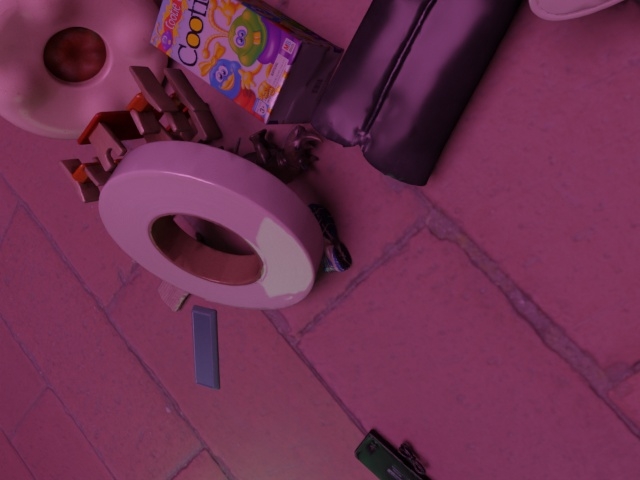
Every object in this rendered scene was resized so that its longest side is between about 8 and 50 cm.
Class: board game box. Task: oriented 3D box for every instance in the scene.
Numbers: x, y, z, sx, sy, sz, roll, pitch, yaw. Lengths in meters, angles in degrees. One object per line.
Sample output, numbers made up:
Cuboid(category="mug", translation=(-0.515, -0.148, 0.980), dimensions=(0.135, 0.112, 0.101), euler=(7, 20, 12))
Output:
Cuboid(category="board game box", translation=(-0.128, -0.329, 0.912), dimensions=(0.275, 0.142, 0.144), euler=(37, 117, 18))

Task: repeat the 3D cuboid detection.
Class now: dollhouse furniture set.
Cuboid(category="dollhouse furniture set", translation=(-0.318, -0.211, 0.982), dimensions=(0.262, 0.259, 0.135), euler=(-37, 84, 31))

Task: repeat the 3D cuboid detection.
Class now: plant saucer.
Cuboid(category="plant saucer", translation=(-0.259, 0.242, 1.201), dimensions=(0.067, 0.018, 0.191), euler=(8, 105, 28))

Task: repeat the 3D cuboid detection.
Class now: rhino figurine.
Cuboid(category="rhino figurine", translation=(-0.096, -0.147, 0.978), dimensions=(0.244, 0.073, 0.106), euler=(-14, 109, 30))

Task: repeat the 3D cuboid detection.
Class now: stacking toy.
Cuboid(category="stacking toy", translation=(-0.553, -0.461, 1.089), dimensions=(0.480, 0.351, 0.350), euler=(49, 122, 34))

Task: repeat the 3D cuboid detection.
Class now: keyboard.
Cuboid(category="keyboard", translation=(0.154, 0.429, 1.003), dimensions=(0.180, 0.023, 0.108), euler=(37, 124, 17))

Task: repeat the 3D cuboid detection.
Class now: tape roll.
Cuboid(category="tape roll", translation=(-0.186, -0.007, 0.932), dimensions=(0.393, 0.072, 0.392), euler=(12, 145, 9))

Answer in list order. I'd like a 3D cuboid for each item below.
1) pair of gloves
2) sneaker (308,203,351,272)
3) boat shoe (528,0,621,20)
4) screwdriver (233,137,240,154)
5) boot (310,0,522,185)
Cuboid(category="pair of gloves", translation=(-0.345, 0.018, 1.182), dimensions=(0.204, 0.042, 0.240), euler=(-42, 79, 31))
Cuboid(category="sneaker", translation=(0.000, 0.000, 0.972), dimensions=(0.058, 0.052, 0.135), euler=(-25, 88, 37))
Cuboid(category="boat shoe", translation=(0.333, -0.352, 0.511), dimensions=(0.319, 0.116, 0.099), euler=(-41, 42, 39))
Cuboid(category="screwdriver", translation=(-0.182, -0.125, 1.071), dimensions=(0.024, 0.025, 0.169), euler=(27, 105, 23))
Cuboid(category="boot", translation=(0.223, -0.258, 0.722), dimensions=(0.367, 0.146, 0.445), euler=(41, 117, 20))
